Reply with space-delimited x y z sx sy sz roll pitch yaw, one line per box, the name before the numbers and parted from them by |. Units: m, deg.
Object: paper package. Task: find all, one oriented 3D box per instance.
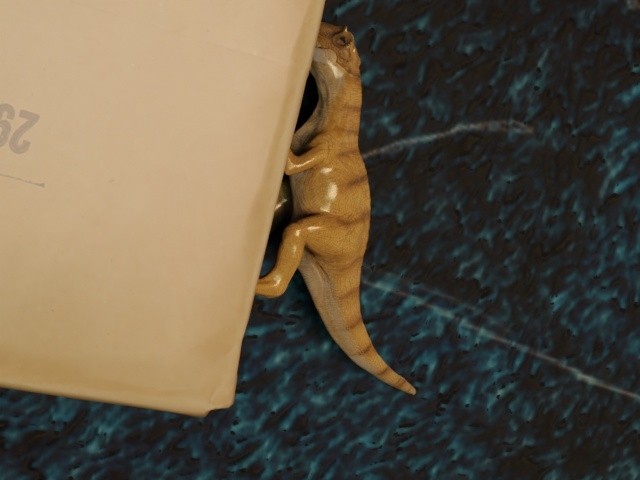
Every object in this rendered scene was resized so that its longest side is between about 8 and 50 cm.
paper package | -0.171 -0.109 0.765 0.325 0.168 0.309 11 99 -22

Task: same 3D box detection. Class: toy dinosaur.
toy dinosaur | 0.000 0.000 0.916 0.112 0.064 0.211 -11 108 -19
